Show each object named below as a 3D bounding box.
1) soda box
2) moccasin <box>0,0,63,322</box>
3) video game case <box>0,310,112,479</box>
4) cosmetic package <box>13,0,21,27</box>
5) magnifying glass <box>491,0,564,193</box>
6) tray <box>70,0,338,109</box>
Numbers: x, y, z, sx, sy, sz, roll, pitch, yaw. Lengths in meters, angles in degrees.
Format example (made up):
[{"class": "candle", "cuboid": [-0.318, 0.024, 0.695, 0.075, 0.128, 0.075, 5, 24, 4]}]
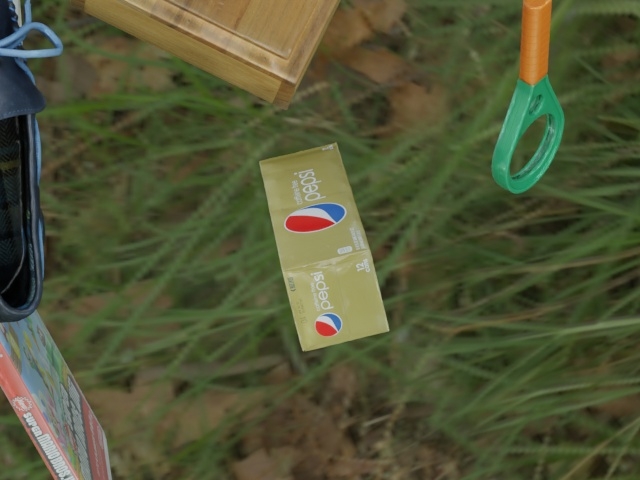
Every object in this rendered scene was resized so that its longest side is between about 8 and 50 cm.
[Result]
[{"class": "soda box", "cuboid": [0.000, 0.000, 1.202, 0.058, 0.181, 0.061, -14, 116, -1]}, {"class": "moccasin", "cuboid": [-0.246, -0.104, 1.341, 0.117, 0.138, 0.342, 21, 128, 51]}, {"class": "video game case", "cuboid": [-0.261, 0.137, 1.712, 0.025, 0.204, 0.285, -24, 120, 1]}, {"class": "cosmetic package", "cuboid": [-0.397, -0.225, 1.712, 0.151, 0.184, 0.151, -40, 39, 27]}, {"class": "magnifying glass", "cuboid": [0.198, -0.137, 1.714, 0.026, 0.231, 0.092, 34, 56, 28]}, {"class": "tray", "cuboid": [-0.030, -0.339, 1.557, 0.203, 0.076, 0.411, 26, 74, -1]}]
